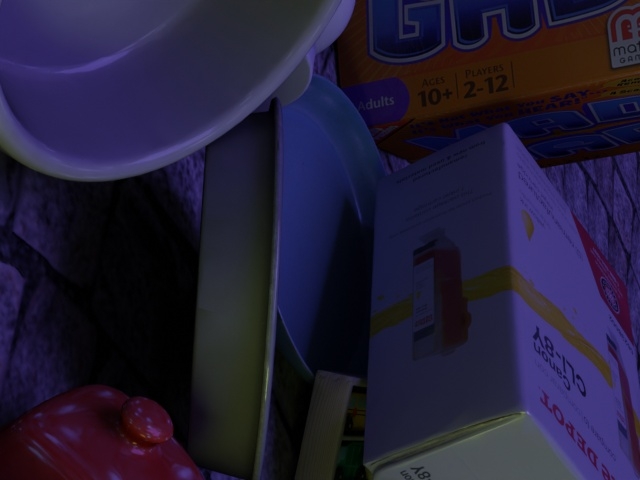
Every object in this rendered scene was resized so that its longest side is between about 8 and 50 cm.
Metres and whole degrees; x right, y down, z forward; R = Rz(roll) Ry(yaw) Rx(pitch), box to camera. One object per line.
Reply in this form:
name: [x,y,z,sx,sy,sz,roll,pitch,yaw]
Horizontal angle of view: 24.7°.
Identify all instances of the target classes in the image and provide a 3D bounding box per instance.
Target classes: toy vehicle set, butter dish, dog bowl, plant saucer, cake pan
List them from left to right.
butter dish: [-0.134,0.146,0.905,0.160,0.118,0.160,42,22,13]
dog bowl: [-0.107,-0.186,0.902,0.102,0.348,0.349,42,10,27]
cake pan: [-0.065,0.039,1.079,0.293,0.054,0.293,-176,-90,-85]
plant saucer: [0.000,0.000,1.394,0.317,0.044,0.317,37,48,-57]
toy vehicle set: [0.053,0.213,1.378,0.267,0.035,0.166,16,84,-63]

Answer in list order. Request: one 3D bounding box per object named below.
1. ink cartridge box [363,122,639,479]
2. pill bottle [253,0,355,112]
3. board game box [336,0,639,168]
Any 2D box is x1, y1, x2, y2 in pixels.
ink cartridge box: [0.182,0.124,1.380,0.279,0.160,0.384,49,29,-32]
pill bottle: [-0.054,-0.272,1.214,0.181,0.182,0.323,49,39,-48]
board game box: [0.243,-0.289,1.643,0.356,0.356,0.356,14,69,-63]
